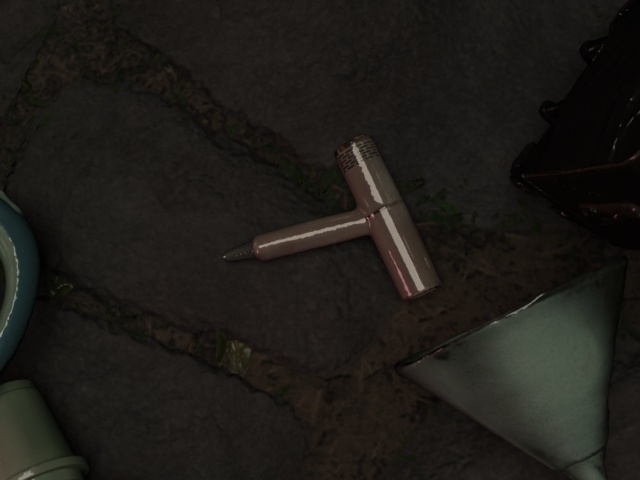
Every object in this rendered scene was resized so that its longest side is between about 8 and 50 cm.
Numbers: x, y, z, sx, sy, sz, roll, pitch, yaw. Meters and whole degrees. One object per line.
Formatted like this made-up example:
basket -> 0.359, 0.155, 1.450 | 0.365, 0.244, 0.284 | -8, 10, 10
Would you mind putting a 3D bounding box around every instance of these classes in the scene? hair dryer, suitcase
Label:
hair dryer -> 0.002, 0.012, 1.341 | 0.220, 0.053, 0.195 | -27, 80, 3
suitcase -> 0.354, -0.122, 1.129 | 0.194, 0.434, 0.283 | 35, 87, -4

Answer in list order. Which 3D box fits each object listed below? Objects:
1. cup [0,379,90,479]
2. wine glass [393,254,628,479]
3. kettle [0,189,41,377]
cup -> -0.340, 0.238, 1.324 | 0.120, 0.120, 0.141 | -33, 69, 1
wine glass -> 0.280, 0.248, 1.186 | 0.267, 0.267, 0.406 | -26, 85, 2
kettle -> -0.483, 0.068, 1.310 | 0.319, 0.247, 0.342 | 12, 73, 0
